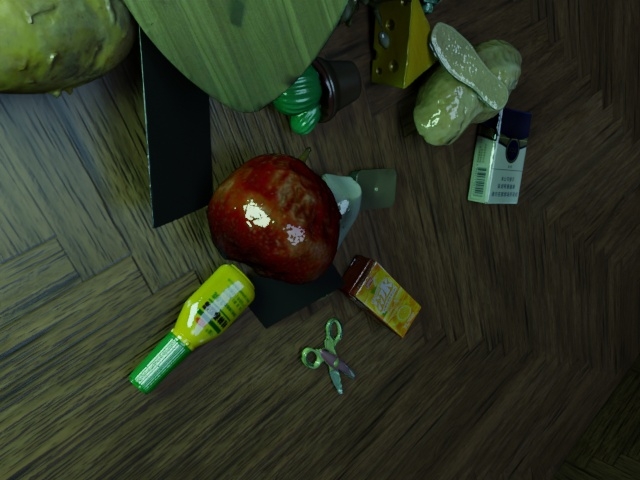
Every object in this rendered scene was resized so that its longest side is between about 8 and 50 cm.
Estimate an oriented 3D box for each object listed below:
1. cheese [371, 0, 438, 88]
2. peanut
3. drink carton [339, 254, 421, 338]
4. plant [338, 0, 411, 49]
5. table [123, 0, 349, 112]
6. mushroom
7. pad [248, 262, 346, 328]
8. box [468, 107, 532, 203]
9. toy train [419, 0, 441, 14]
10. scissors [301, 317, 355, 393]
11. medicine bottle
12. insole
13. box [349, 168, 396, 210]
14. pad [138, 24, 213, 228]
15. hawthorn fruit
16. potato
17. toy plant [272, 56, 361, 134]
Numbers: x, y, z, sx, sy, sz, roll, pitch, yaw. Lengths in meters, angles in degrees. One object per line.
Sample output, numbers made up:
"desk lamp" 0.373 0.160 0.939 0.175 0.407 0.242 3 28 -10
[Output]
"cheese" 0.160 -0.421 1.026 0.126 0.093 0.171 -42 137 -24
"peanut" 0.335 -0.352 1.176 0.340 0.158 0.174 -28 137 -24
"drink carton" 0.142 0.135 1.200 0.223 0.071 0.096 44 74 -39
"plant" 0.022 -0.536 0.921 0.251 0.180 0.333 -8 74 -32
"table" -0.091 -0.394 0.694 0.317 0.249 0.317 -3 127 -4
"mushroom" 0.000 0.000 1.032 0.118 0.103 0.270 7 109 -32
"pad" -0.057 0.091 1.005 0.190 0.004 0.127 -29 124 2
"box" 0.495 -0.232 1.397 0.168 0.071 0.259 -4 106 -39
"toy train" 0.191 -0.552 1.014 0.081 0.125 0.194 -11 106 -40
"scissors" 0.030 0.279 1.179 0.133 0.020 0.187 -45 125 -27
"medicine bottle" -0.226 0.157 0.899 0.260 0.064 0.095 -47 125 -19
"insole" 0.319 -0.363 1.074 0.248 0.011 0.081 31 83 -26
"box" 0.115 -0.116 1.133 0.126 0.031 0.091 -10 109 -38
"pad" -0.213 -0.185 0.773 0.202 0.005 0.300 -48 141 -70
"hawthorn fruit" -0.072 -0.060 0.890 0.230 0.210 0.266 26 58 -18
"potato" -0.341 -0.279 0.594 0.266 0.229 0.229 -33 122 -37
"toy plant" -0.024 -0.268 0.933 0.200 0.105 0.143 -20 130 -16
